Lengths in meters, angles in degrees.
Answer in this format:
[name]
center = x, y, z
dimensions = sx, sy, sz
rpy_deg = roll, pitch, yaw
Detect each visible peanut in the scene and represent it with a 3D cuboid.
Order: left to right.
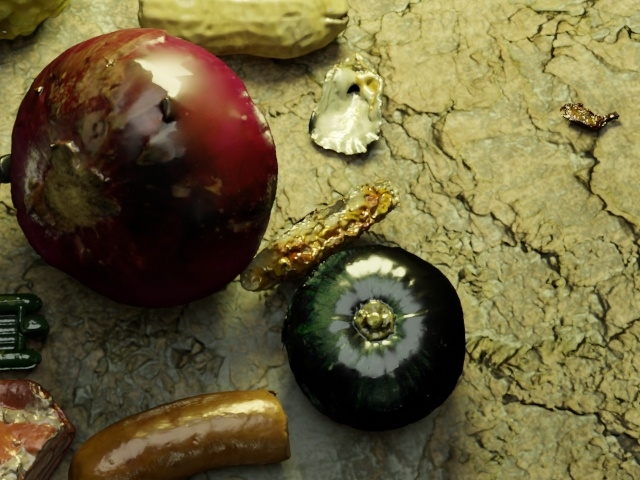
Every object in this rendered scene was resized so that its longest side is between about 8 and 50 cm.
[peanut]
center = -0.104, -0.311, 2.054
dimensions = 0.290, 0.130, 0.130
rpy_deg = 1, 65, -7

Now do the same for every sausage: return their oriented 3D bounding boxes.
[sausage]
center = -0.171, 0.246, 1.802
dimensions = 0.270, 0.109, 0.109
rpy_deg = -15, 67, -11

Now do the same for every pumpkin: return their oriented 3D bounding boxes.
[pumpkin]
center = 0.068, 0.120, 1.844
dimensions = 0.233, 0.163, 0.233
rpy_deg = 1, 67, -2

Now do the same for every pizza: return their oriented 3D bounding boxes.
[pizza]
center = 0.002, 0.002, 1.917
dimensions = 0.246, 0.127, 0.058
rpy_deg = -31, 76, -33

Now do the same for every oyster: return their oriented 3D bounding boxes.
[oyster]
center = 0.034, -0.183, 2.045
dimensions = 0.122, 0.045, 0.146
rpy_deg = -22, 76, -17

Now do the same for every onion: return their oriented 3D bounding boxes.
[onion]
center = -0.184, -0.103, 1.878
dimensions = 0.348, 0.348, 0.385
rpy_deg = 41, 34, 14

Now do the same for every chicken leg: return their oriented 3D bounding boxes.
[chicken leg]
center = 0.371, -0.169, 2.078
dimensions = 0.083, 0.021, 0.036
rpy_deg = 12, 56, 1

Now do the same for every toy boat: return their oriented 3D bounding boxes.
[toy boat]
center = -0.442, 0.114, 1.867
dimensions = 0.210, 0.052, 0.104
rpy_deg = 0, 68, -6

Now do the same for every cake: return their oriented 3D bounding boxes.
[cake]
center = -0.375, 0.292, 1.765
dimensions = 0.135, 0.098, 0.287
rpy_deg = 11, 65, 1

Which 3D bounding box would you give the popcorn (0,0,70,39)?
[popcorn]
center = -0.440, -0.413, 2.007
dimensions = 0.293, 0.237, 0.293
rpy_deg = 4, 68, -9

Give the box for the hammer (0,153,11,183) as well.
[hammer]
center = -0.509, -0.257, 1.921
dimensions = 0.044, 0.168, 0.440
rpy_deg = -19, 90, -54
